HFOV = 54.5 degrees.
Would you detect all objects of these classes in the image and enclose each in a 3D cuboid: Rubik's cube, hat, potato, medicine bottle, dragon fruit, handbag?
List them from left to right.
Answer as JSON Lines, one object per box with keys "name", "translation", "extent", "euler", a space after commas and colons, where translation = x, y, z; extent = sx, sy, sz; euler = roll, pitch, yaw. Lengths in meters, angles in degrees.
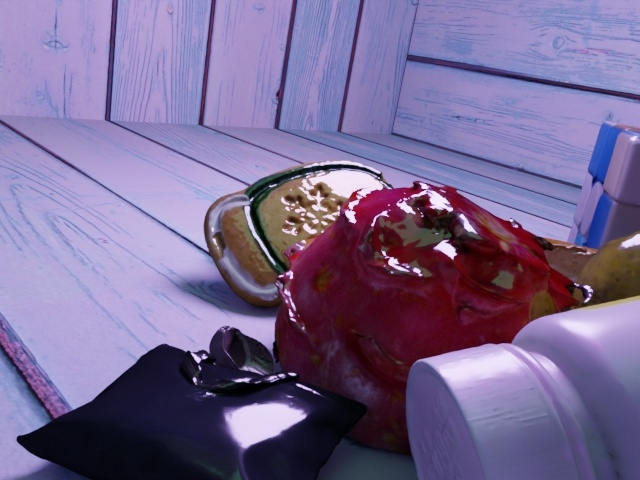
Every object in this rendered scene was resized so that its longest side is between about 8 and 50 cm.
{"name": "handbag", "translation": [-0.103, 0.169, 0.576], "extent": [0.255, 0.088, 0.211], "euler": [12, 19, 21]}
{"name": "hat", "translation": [-0.099, 0.145, 0.749], "extent": [0.087, 0.042, 0.058], "euler": [43, 35, -3]}
{"name": "dragon fruit", "translation": [0.131, 0.058, 0.754], "extent": [0.371, 0.248, 0.386], "euler": [3, 32, -16]}
{"name": "potato", "translation": [0.385, 0.106, 0.743], "extent": [0.149, 0.228, 0.197], "euler": [-4, -9, 2]}
{"name": "medicine bottle", "translation": [0.281, 0.153, 0.522], "extent": [0.379, 0.213, 0.213], "euler": [-10, 21, -11]}
{"name": "Rubik's cube", "translation": [0.686, -0.020, 1.188], "extent": [0.345, 0.346, 0.346], "euler": [13, 17, 12]}

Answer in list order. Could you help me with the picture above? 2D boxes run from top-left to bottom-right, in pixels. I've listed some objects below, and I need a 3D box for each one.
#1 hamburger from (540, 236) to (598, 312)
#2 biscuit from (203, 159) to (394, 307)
{"name": "hamburger", "translation": [0.350, 0.076, 0.970], "extent": [0.330, 0.161, 0.209], "euler": [10, 8, 24]}
{"name": "biscuit", "translation": [0.000, -0.001, 0.994], "extent": [0.344, 0.057, 0.287], "euler": [-19, 64, -22]}
